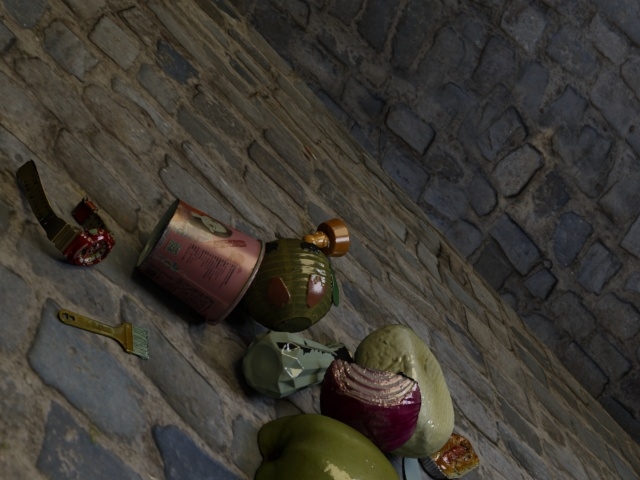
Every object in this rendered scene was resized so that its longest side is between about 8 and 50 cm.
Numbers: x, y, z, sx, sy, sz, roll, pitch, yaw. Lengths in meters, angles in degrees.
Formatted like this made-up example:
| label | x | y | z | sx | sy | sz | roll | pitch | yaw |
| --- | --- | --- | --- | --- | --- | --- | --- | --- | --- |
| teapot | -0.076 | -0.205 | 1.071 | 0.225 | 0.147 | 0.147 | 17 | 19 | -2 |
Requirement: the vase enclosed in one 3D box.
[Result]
| label | x | y | z | sx | sy | sz | roll | pitch | yaw |
| --- | --- | --- | --- | --- | --- | --- | --- | --- | --- |
| vase | -0.047 | 0.306 | 1.939 | 0.360 | 0.165 | 0.165 | 14 | 41 | -60 |

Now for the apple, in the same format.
| label | x | y | z | sx | sy | sz | roll | pitch | yaw |
| --- | --- | --- | --- | --- | --- | --- | --- | --- | --- |
| apple | 0.014 | 0.560 | 1.727 | 0.360 | 0.320 | 0.312 | 42 | 68 | -18 |

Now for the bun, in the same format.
| label | x | y | z | sx | sy | sz | roll | pitch | yaw |
| --- | --- | --- | --- | --- | --- | --- | --- | --- | --- |
| bun | 0.207 | 0.412 | 2.100 | 0.352 | 0.227 | 0.349 | 61 | 19 | -14 |

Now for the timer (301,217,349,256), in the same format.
| label | x | y | z | sx | sy | sz | roll | pitch | yaw |
| --- | --- | --- | --- | --- | --- | --- | --- | --- | --- |
| timer | 0.000 | 0.000 | 2.566 | 0.152 | 0.132 | 0.132 | -9 | 58 | -35 |

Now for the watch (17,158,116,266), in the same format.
| label | x | y | z | sx | sy | sz | roll | pitch | yaw |
| --- | --- | --- | --- | --- | --- | --- | --- | --- | --- |
| watch | -0.554 | -0.060 | 1.702 | 0.165 | 0.102 | 0.268 | 28 | 21 | -54 |

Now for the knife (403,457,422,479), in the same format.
| label | x | y | z | sx | sy | sz | roll | pitch | yaw |
| --- | --- | --- | --- | --- | --- | --- | --- | --- | --- |
| knife | 0.263 | 0.668 | 2.071 | 0.080 | 0.044 | 0.331 | 28 | 24 | -26 |

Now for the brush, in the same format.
| label | x | y | z | sx | sy | sz | roll | pitch | yaw |
| --- | --- | --- | --- | --- | --- | --- | --- | --- | --- |
| brush | -0.443 | 0.184 | 1.598 | 0.218 | 0.010 | 0.083 | 29 | 30 | -38 |

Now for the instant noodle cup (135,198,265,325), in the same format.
| label | x | y | z | sx | sy | sz | roll | pitch | yaw |
| --- | --- | --- | --- | --- | --- | --- | --- | --- | --- |
| instant noodle cup | -0.291 | 0.044 | 1.831 | 0.231 | 0.243 | 0.243 | 33 | 27 | -16 |

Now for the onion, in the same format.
| label | x | y | z | sx | sy | sz | roll | pitch | yaw |
| --- | --- | --- | --- | --- | --- | --- | --- | --- | --- |
| onion | 0.113 | 0.433 | 1.874 | 0.250 | 0.248 | 0.111 | 11 | 21 | 2 |

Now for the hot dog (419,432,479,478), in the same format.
| label | x | y | z | sx | sy | sz | roll | pitch | yaw |
| --- | --- | --- | --- | --- | --- | --- | --- | --- | --- |
| hot dog | 0.380 | 0.631 | 2.278 | 0.268 | 0.075 | 0.144 | 7 | 49 | -54 |

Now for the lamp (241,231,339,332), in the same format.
| label | x | y | z | sx | sy | sz | roll | pitch | yaw |
| --- | --- | --- | --- | --- | --- | --- | --- | --- | --- |
| lamp | -0.081 | 0.092 | 1.959 | 0.250 | 0.250 | 0.284 | 27 | 43 | -41 |
